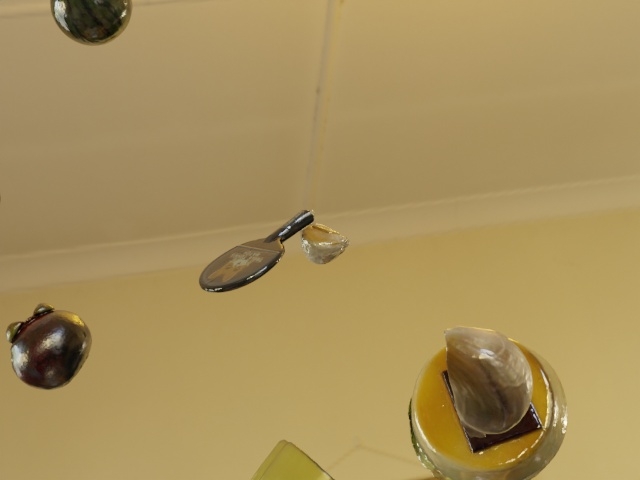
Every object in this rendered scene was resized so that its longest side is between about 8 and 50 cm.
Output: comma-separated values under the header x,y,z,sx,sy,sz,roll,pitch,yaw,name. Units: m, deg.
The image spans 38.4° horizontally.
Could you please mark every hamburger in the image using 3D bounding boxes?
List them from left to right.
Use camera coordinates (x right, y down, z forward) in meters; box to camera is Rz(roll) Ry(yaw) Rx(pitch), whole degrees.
x,y,z,sx,sy,sz,roll,pitch,yaw,name
0.300,0.312,1.682,0.300,0.300,0.176,-18,-31,8,hamburger

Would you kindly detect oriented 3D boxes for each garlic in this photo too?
x,y,z,sx,sy,sz,roll,pitch,yaw,name
0.002,0.004,1.664,0.094,0.113,0.074,26,-68,1,garlic
0.226,0.188,1.199,0.101,0.087,0.196,2,-45,24,garlic

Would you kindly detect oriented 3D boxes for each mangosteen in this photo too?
x,y,z,sx,sy,sz,roll,pitch,yaw,name
-0.485,0.186,1.630,0.152,0.153,0.152,-10,-30,-6,mangosteen

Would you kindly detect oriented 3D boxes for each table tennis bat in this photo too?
x,y,z,sx,sy,sz,roll,pitch,yaw,name
-0.103,0.019,1.546,0.236,0.027,0.150,-38,27,-29,table tennis bat

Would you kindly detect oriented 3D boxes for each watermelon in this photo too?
x,y,z,sx,sy,sz,roll,pitch,yaw,name
-0.306,-0.316,1.202,0.105,0.105,0.133,-20,-31,12,watermelon

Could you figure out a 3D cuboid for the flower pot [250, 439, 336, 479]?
x,y,z,sx,sy,sz,roll,pitch,yaw,name
-0.034,0.361,1.073,0.179,0.195,0.195,-46,-25,-17,flower pot
